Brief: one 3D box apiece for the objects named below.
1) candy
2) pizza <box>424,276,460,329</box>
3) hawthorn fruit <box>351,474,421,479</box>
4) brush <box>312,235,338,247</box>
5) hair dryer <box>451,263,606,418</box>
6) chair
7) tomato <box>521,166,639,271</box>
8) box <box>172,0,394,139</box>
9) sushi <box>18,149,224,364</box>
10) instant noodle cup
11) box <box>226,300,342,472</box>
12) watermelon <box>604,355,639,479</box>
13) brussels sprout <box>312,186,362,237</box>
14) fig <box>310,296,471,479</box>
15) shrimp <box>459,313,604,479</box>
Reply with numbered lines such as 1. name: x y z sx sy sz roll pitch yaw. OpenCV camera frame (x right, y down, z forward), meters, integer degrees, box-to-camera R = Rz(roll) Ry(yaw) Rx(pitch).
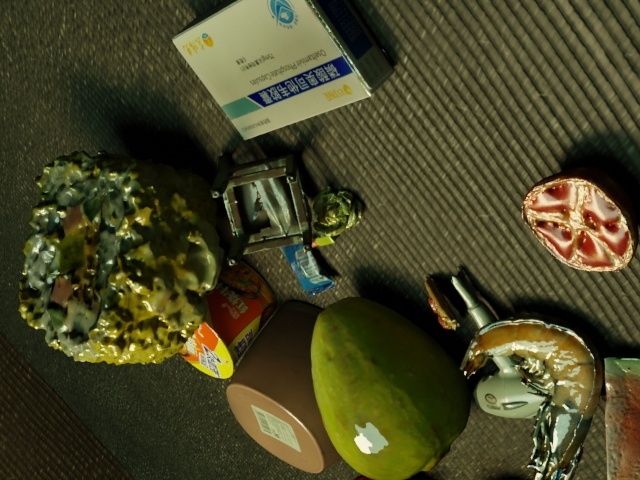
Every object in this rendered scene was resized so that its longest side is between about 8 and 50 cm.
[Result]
1. candy: -0.033 0.037 1.925 0.088 0.038 0.136 -21 102 54
2. pizza: 0.194 0.113 1.695 0.100 0.029 0.099 56 -173 -11
3. hawthorn fruit: 0.136 0.593 2.209 0.254 0.254 0.300 38 139 10
4. brush: 0.000 0.000 1.851 0.019 0.021 0.083 51 144 -15
5. hair dryer: 0.324 0.170 1.638 0.229 0.092 0.267 5 124 37
6. chair: -0.093 -0.069 1.772 0.270 0.147 0.136 -93 -9 -74
7. tomato: 0.341 -0.034 1.345 0.155 0.069 0.156 30 144 24
8. box: -0.064 -0.271 1.541 0.200 0.065 0.343 54 149 -17
9. sushi: -0.364 0.033 1.955 0.351 0.397 0.240 7 176 41
10. instant noodle cup: -0.203 0.142 2.126 0.213 0.174 0.213 29 146 22
11. box: -0.029 0.293 2.070 0.301 0.216 0.301 32 149 23
12. watermelon: 0.480 0.279 1.508 0.136 0.202 0.207 17 177 -44
13. brussels sprout: 0.030 -0.046 1.727 0.085 0.058 0.085 7 101 41
14. fig: 0.103 0.249 1.821 0.326 0.258 0.258 55 151 4
15. shrimp: 0.310 0.245 1.609 0.222 0.054 0.290 12 110 27
